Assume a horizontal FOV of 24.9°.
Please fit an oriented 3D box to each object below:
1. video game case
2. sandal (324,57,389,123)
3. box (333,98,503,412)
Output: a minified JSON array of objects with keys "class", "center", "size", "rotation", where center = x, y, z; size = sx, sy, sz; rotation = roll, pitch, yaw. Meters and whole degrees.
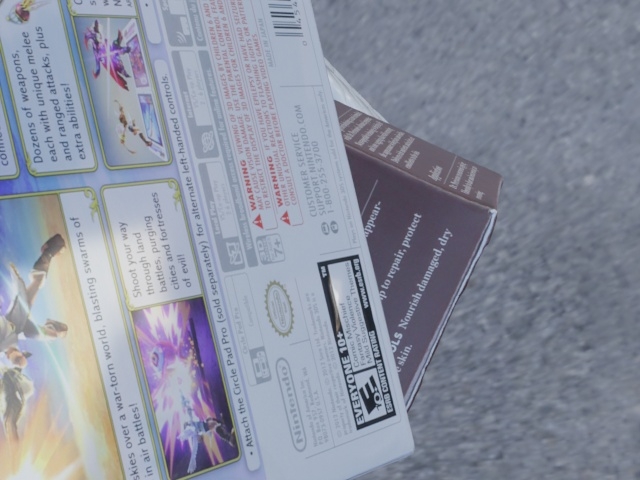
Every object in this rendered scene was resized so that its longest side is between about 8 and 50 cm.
[{"class":"video game case","center":[-0.082,-0.025,0.509],"size":[0.244,0.061,0.269],"rotation":[-10,86,-55]},{"class":"sandal","center":[-0.056,-0.133,1.176],"size":[0.102,0.169,0.416],"rotation":[-44,129,9]},{"class":"box","center":[0.000,0.000,0.986],"size":[0.203,0.168,0.167],"rotation":[24,103,4]}]
